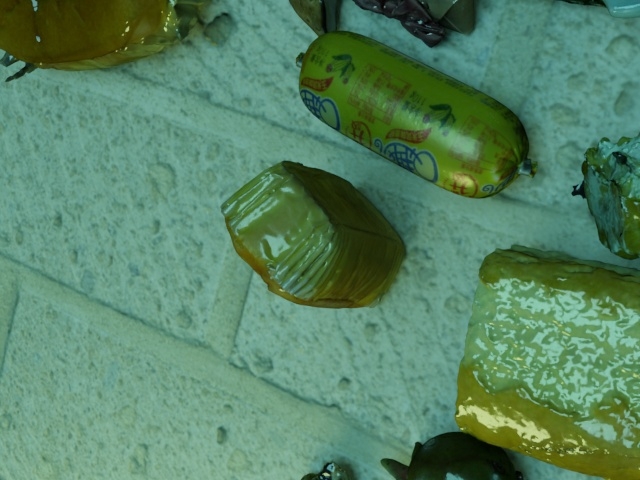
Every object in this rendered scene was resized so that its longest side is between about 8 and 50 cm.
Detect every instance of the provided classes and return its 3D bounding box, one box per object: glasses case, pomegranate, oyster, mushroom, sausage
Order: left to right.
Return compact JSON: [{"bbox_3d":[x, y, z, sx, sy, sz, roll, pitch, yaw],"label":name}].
[{"bbox_3d":[-0.009,-0.369,1.253,0.094,0.072,0.210,15,100,37],"label":"mushroom"},{"bbox_3d":[0.019,0.372,1.276,0.103,0.051,0.148,-33,86,34],"label":"oyster"},{"bbox_3d":[0.093,-0.292,1.186,0.193,0.102,0.070,28,61,26],"label":"glasses case"},{"bbox_3d":[0.104,-0.155,1.165,0.347,0.123,0.123,31,106,25],"label":"sausage"},{"bbox_3d":[0.155,0.306,1.162,0.191,0.131,0.152,-17,89,52],"label":"pomegranate"}]

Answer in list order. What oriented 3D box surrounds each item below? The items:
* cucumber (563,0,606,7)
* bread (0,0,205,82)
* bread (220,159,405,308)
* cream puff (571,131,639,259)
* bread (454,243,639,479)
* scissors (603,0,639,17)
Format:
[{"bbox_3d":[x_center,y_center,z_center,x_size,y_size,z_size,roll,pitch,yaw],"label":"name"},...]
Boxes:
[{"bbox_3d":[0.271,-0.307,1.099,0.293,0.067,0.068,20,102,27],"label":"cucumber"},{"bbox_3d":[-0.352,-0.367,1.385,0.388,0.183,0.236,-5,92,30],"label":"bread"},{"bbox_3d":[0.000,0.000,1.144,0.119,0.288,0.152,-45,71,13],"label":"bread"},{"bbox_3d":[0.356,-0.055,1.025,0.156,0.156,0.121,-17,114,29],"label":"cream puff"},{"bbox_3d":[0.342,0.151,1.017,0.375,0.165,0.237,11,100,27],"label":"bread"},{"bbox_3d":[0.455,-0.300,0.994,0.360,0.029,0.191,9,67,19],"label":"scissors"}]
